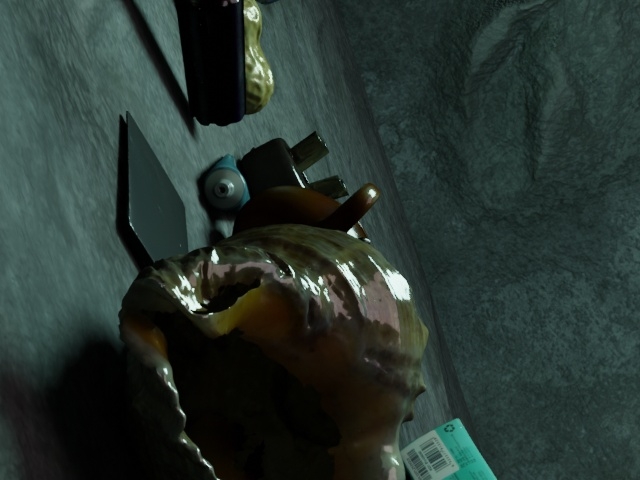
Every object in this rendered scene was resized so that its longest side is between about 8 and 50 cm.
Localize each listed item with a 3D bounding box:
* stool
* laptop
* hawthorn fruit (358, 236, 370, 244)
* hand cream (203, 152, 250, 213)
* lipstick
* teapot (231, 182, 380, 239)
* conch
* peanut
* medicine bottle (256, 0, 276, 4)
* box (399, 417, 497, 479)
[{"bbox_3d":[-0.028,-0.049,2.044,0.125,0.121,0.217,61,7,-54],"label":"stool"},{"bbox_3d":[-0.157,-0.022,1.521,0.197,0.016,0.135,-100,166,-55],"label":"laptop"},{"bbox_3d":[-0.015,0.057,1.642,0.157,0.194,0.157,31,29,-20],"label":"hawthorn fruit"},{"bbox_3d":[-0.101,-0.061,1.874,0.224,0.048,0.083,-60,127,-85],"label":"hand cream"},{"bbox_3d":[-0.125,-0.317,1.757,0.077,0.077,0.418,-96,-177,-56],"label":"lipstick"},{"bbox_3d":[0.000,0.000,1.783,0.178,0.252,0.135,43,52,-2],"label":"teapot"},{"bbox_3d":[-0.058,0.125,1.243,0.352,0.210,0.297,11,57,-46],"label":"conch"},{"bbox_3d":[-0.113,-0.254,2.050,0.083,0.093,0.194,-138,-155,-79],"label":"peanut"},{"bbox_3d":[-0.071,-0.357,2.154,0.083,0.203,0.083,-22,90,-81],"label":"medicine bottle"},{"bbox_3d":[0.249,0.455,2.507,0.311,0.118,0.205,63,-1,-39],"label":"box"}]
